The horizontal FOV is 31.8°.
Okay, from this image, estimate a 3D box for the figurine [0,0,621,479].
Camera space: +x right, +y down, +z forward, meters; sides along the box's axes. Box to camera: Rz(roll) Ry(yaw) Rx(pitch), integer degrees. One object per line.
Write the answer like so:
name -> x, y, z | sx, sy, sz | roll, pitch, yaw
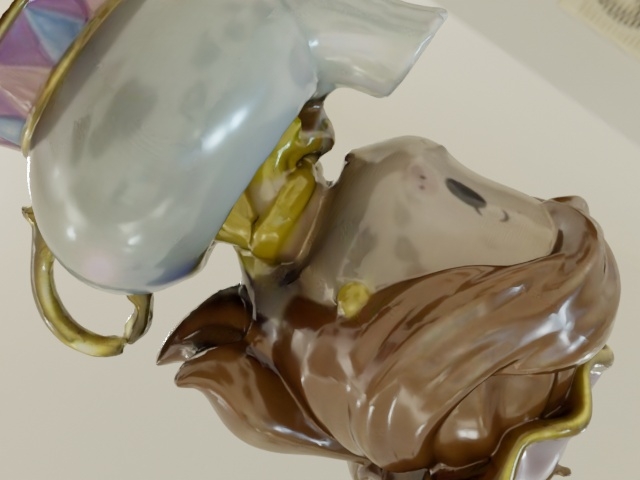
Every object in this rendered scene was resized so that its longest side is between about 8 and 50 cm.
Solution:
figurine -> 0.000, 0.000, 0.422 | 0.263, 0.189, 0.142 | 37, -160, -4
